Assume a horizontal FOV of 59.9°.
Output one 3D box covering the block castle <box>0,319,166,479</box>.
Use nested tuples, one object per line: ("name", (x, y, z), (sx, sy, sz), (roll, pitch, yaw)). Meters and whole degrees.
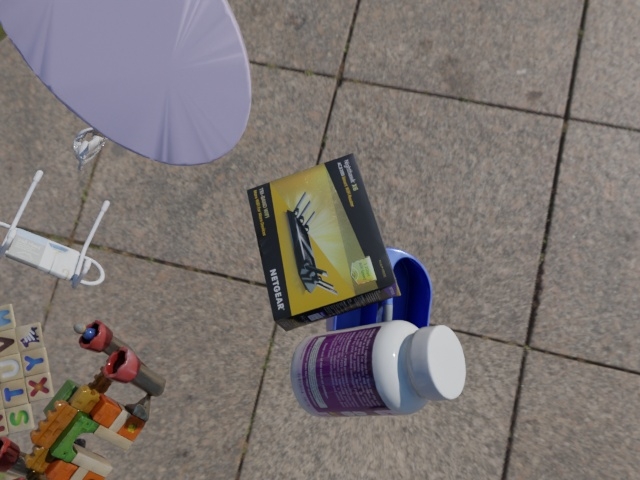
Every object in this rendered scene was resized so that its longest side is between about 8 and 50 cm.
("block castle", (-0.642, 0.448, 1.414), (0.303, 0.213, 0.453), (18, 67, 49))

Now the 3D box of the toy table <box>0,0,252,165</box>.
("toy table", (-0.171, -0.215, 0.538), (0.252, 0.160, 0.274), (-22, 116, 7))

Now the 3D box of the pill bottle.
("pill bottle", (0.103, 0.238, 1.024), (0.302, 0.169, 0.169), (-17, 72, 39))

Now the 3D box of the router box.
("router box", (0.000, 0.000, 1.124), (0.243, 0.081, 0.308), (-19, 63, 6))

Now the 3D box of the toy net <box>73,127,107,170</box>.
("toy net", (-0.370, -0.229, 0.977), (0.045, 0.122, 0.232), (35, 89, -13))

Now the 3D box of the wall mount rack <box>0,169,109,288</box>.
("wall mount rack", (-0.746, -0.027, 1.564), (0.130, 0.350, 0.304), (-46, 33, 25))

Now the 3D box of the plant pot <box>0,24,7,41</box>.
("plant pot", (-0.692, -0.368, 0.922), (0.275, 0.275, 0.293), (28, 79, 11))

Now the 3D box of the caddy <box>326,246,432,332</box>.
("caddy", (0.141, 0.178, 1.360), (0.242, 0.179, 0.341), (2, 99, -10))

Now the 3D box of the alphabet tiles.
("alphabet tiles", (-0.777, 0.304, 1.244), (0.343, 0.011, 0.284), (-13, 85, 2))
